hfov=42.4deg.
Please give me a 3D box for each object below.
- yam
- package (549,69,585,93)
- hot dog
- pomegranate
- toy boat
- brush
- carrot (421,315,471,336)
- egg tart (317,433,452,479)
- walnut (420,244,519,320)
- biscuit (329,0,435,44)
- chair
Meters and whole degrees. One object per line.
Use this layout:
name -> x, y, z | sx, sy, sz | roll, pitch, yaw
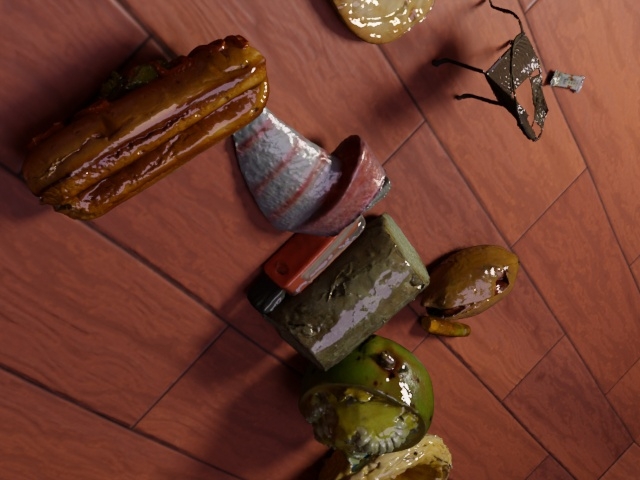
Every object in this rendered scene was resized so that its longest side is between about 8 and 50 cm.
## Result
yam -> 0.057, 0.092, 1.466 | 0.304, 0.168, 0.168 | -39, 138, -6
package -> 0.483, -0.311, 1.615 | 0.110, 0.015, 0.037 | 0, 115, -41
hot dog -> -0.225, -0.155, 1.068 | 0.348, 0.117, 0.158 | -33, 165, -5
pomegranate -> 0.076, 0.314, 1.606 | 0.260, 0.261, 0.341 | -17, 161, -30
toy boat -> -0.046, -0.117, 1.285 | 0.206, 0.096, 0.282 | -43, 131, 17
brush -> 0.000, 0.000, 1.415 | 0.323, 0.070, 0.051 | -44, 140, -8
carrot -> 0.278, 0.191, 1.814 | 0.170, 0.042, 0.042 | 13, 112, -48
egg tart -> 0.119, 0.550, 1.864 | 0.387, 0.169, 0.388 | -23, 137, -24
walnut -> 0.305, 0.084, 1.691 | 0.245, 0.137, 0.137 | -21, 133, -14
biscuit -> 0.088, -0.400, 1.203 | 0.260, 0.041, 0.203 | 25, 106, -47
chair -> 0.312, -0.271, 1.362 | 0.149, 0.213, 0.174 | -43, 140, 4
